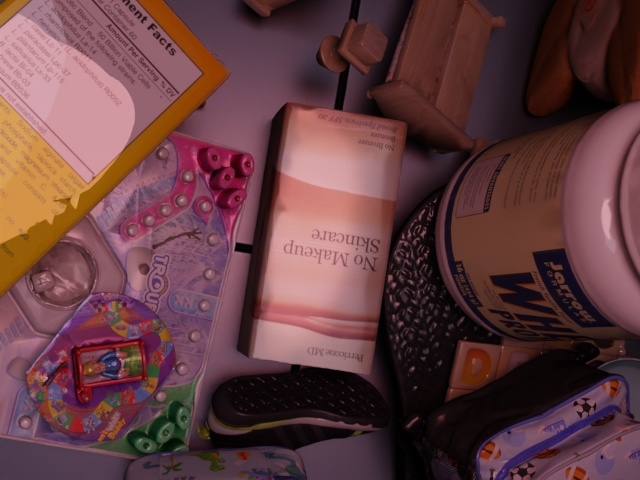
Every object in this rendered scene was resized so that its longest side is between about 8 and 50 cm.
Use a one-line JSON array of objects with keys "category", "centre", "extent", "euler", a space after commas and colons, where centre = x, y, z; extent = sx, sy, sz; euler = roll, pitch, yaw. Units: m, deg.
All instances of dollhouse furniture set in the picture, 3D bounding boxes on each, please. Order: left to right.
[{"category": "dollhouse furniture set", "centre": [0.098, -0.277, 1.298], "extent": [0.355, 0.173, 0.303], "euler": [36, 61, -34]}]

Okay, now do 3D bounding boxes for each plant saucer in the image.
[{"category": "plant saucer", "centre": [0.369, 0.199, 1.264], "extent": [0.119, 0.021, 0.119], "euler": [0, 98, 1]}]

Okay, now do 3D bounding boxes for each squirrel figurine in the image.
[{"category": "squirrel figurine", "centre": [0.496, -0.269, 1.254], "extent": [0.370, 0.281, 0.397], "euler": [13, 88, -15]}]

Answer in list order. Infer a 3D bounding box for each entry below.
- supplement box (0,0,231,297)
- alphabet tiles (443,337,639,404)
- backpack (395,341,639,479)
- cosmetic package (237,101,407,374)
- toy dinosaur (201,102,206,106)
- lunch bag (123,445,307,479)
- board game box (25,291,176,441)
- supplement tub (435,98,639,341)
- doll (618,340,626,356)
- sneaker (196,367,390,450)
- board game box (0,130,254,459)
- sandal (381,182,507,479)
[{"category": "supplement box", "centre": [-0.298, -0.111, 1.040], "extent": [0.356, 0.195, 0.194], "euler": [-46, 106, -14]}, {"category": "alphabet tiles", "centre": [0.267, 0.243, 1.266], "extent": [0.285, 0.011, 0.343], "euler": [8, 98, -23]}, {"category": "backpack", "centre": [0.250, 0.286, 1.159], "extent": [0.276, 0.213, 0.263], "euler": [-18, 118, -21]}, {"category": "cosmetic package", "centre": [0.000, 0.000, 1.229], "extent": [0.153, 0.129, 0.296], "euler": [8, 87, -9]}, {"category": "toy dinosaur", "centre": [-0.179, -0.185, 1.254], "extent": [0.082, 0.047, 0.090], "euler": [2, 77, -27]}, {"category": "lunch bag", "centre": [-0.117, 0.332, 1.198], "extent": [0.219, 0.090, 0.176], "euler": [-2, 115, -9]}, {"category": "board game box", "centre": [-0.238, 0.144, 1.156], "extent": [0.133, 0.033, 0.169], "euler": [42, 77, -17]}, {"category": "supplement tub", "centre": [0.293, -0.014, 1.065], "extent": [0.235, 0.325, 0.235], "euler": [3, 83, -26]}, {"category": "doll", "centre": [0.333, 0.112, 1.320], "extent": [0.129, 0.046, 0.189], "euler": [33, 77, 3]}, {"category": "sneaker", "centre": [-0.034, 0.212, 1.253], "extent": [0.234, 0.084, 0.097], "euler": [6, 131, -21]}, {"category": "board game box", "centre": [-0.291, 0.038, 1.177], "extent": [0.390, 0.050, 0.390], "euler": [15, 85, -21]}, {"category": "sandal", "centre": [0.144, 0.143, 1.270], "extent": [0.167, 0.107, 0.446], "euler": [0, 101, -13]}]
